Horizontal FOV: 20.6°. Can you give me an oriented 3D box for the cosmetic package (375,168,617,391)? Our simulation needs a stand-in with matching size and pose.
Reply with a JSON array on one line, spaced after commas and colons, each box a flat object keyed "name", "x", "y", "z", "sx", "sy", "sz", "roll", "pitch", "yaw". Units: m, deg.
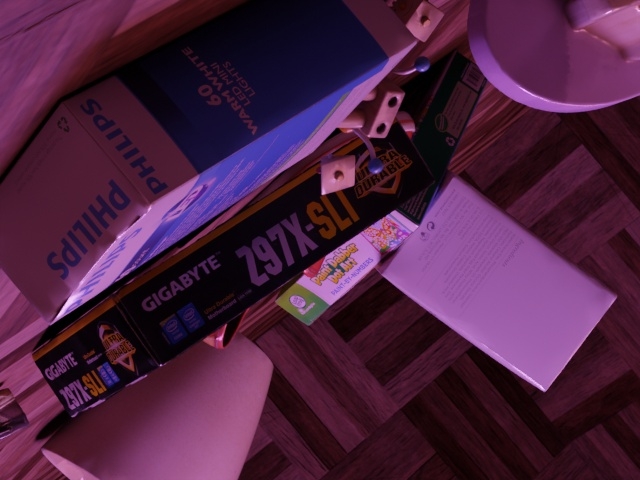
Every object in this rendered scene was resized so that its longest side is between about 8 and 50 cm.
[{"name": "cosmetic package", "x": 0.177, "y": 0.033, "z": 1.943, "sx": 0.138, "sy": 0.225, "sz": 0.224, "roll": -55, "pitch": -171, "yaw": 3}]

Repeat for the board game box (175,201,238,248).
[{"name": "board game box", "x": -0.071, "y": -0.061, "z": 1.386, "sx": 0.145, "sy": 0.027, "sz": 0.281, "roll": -40, "pitch": 176, "yaw": -5}]

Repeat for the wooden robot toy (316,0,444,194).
[{"name": "wooden robot toy", "x": 0.024, "y": -0.126, "z": 1.369, "sx": 0.076, "sy": 0.079, "sz": 0.173, "roll": 6, "pitch": 119, "yaw": -37}]

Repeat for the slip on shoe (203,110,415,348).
[{"name": "slip on shoe", "x": -0.023, "y": -0.013, "z": 1.825, "sx": 0.331, "sy": 0.101, "sz": 0.123, "roll": -42, "pitch": 174, "yaw": 10}]

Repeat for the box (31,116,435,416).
[{"name": "box", "x": -0.081, "y": 0.026, "z": 1.579, "sx": 0.322, "sy": 0.079, "sz": 0.257, "roll": -34, "pitch": -178, "yaw": -27}]

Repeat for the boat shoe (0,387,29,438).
[{"name": "boat shoe", "x": -0.339, "y": 0.200, "z": 1.633, "sx": 0.152, "sy": 0.049, "sz": 0.056, "roll": -39, "pitch": 176, "yaw": -6}]

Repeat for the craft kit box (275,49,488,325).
[{"name": "craft kit box", "x": 0.068, "y": -0.057, "z": 1.945, "sx": 0.246, "sy": 0.061, "sz": 0.250, "roll": -48, "pitch": -169, "yaw": 49}]

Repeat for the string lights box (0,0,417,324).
[{"name": "string lights box", "x": -0.068, "y": -0.063, "z": 1.030, "sx": 0.260, "sy": 0.076, "sz": 0.133, "roll": -35, "pitch": 174, "yaw": -46}]

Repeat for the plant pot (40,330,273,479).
[{"name": "plant pot", "x": -0.192, "y": 0.243, "z": 2.358, "sx": 0.274, "sy": 0.256, "sz": 0.256, "roll": -55, "pitch": 180, "yaw": -16}]

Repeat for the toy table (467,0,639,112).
[{"name": "toy table", "x": 0.277, "y": -0.216, "z": 1.493, "sx": 0.274, "sy": 0.252, "sz": 0.161, "roll": -38, "pitch": -170, "yaw": -30}]
